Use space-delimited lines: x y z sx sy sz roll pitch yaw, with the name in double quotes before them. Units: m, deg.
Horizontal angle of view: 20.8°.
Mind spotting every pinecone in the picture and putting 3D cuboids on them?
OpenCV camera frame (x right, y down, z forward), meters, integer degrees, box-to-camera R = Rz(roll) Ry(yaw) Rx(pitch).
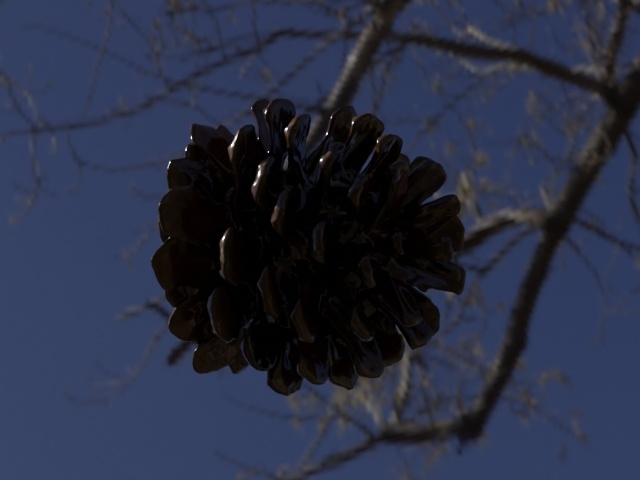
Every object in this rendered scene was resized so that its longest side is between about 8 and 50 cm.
"pinecone" 0.001 0.010 1.424 0.264 0.264 0.264 -8 -41 -7
